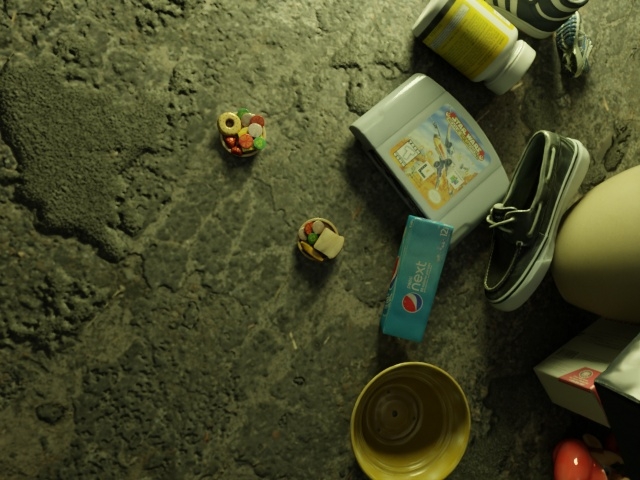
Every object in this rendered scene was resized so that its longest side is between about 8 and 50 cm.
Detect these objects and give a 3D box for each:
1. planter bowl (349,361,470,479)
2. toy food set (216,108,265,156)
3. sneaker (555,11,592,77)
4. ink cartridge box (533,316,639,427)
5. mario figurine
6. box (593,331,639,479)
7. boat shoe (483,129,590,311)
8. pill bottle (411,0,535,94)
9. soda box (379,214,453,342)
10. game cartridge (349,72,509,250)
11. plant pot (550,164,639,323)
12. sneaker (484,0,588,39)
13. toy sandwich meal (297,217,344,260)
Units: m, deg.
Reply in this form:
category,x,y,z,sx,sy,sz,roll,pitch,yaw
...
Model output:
category,x,y,z,sx,sy,sz,roll,pitch,yaw
planter bowl,0.143,0.315,0.920,0.217,0.090,0.217,1,88,-14
toy food set,-0.135,-0.188,0.916,0.083,0.020,0.083,-16,91,-13
sneaker,0.521,-0.399,1.069,0.058,0.052,0.135,-7,96,-23
ink cartridge box,0.544,0.230,0.982,0.218,0.158,0.092,-33,98,-12
mario figurine,0.584,0.443,0.972,0.321,0.170,0.198,4,52,-20
box,0.721,0.252,0.763,0.472,0.297,0.479,-41,120,-13
boat shoe,0.361,-0.039,0.956,0.119,0.121,0.335,20,92,-19
pill bottle,0.284,-0.372,0.972,0.209,0.119,0.119,35,80,-9
soda box,0.166,0.065,0.925,0.071,0.067,0.210,14,96,-2
game cartridge,0.217,-0.154,0.981,0.198,0.062,0.297,-40,96,-8
plant pot,0.527,0.028,0.953,0.191,0.284,0.284,-20,93,31
sneaker,0.363,-0.488,0.977,0.282,0.153,0.099,21,82,-11
toy sandwich meal,0.000,0.000,0.933,0.086,0.029,0.085,1,87,-13
